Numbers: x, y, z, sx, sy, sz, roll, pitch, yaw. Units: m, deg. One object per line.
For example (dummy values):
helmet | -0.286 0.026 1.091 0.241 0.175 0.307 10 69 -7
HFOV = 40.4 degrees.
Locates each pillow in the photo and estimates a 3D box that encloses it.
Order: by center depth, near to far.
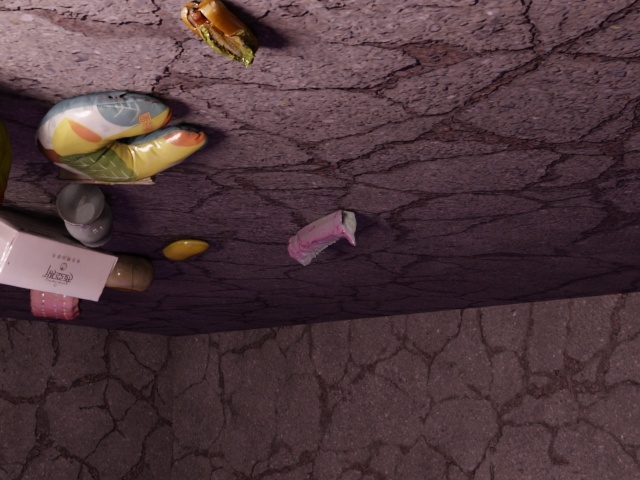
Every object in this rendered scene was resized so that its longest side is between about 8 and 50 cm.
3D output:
pillow | -0.289 -0.151 1.248 0.214 0.086 0.233 -14 162 13

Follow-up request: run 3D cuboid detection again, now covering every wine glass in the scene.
wine glass | -0.447 -0.045 1.673 0.093 0.092 0.202 1 167 -5

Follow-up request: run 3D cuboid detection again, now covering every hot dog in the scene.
hot dog | -0.105 -0.226 0.961 0.056 0.041 0.133 -5 166 24

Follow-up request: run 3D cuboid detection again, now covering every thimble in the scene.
thimble | -0.687 0.122 2.274 0.125 0.163 0.189 4 160 -12

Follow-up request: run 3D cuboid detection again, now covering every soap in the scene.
soap | -0.331 0.021 2.105 0.089 0.033 0.168 11 164 -31

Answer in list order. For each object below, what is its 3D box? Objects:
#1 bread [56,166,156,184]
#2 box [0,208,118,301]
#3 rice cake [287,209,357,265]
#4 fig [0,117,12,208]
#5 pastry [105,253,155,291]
bread | -0.337 -0.122 1.375 0.154 0.068 0.028 0 166 -2
box | -0.588 0.022 1.765 0.203 0.116 0.274 25 -178 32
rice cake | -0.001 -0.002 1.892 0.051 0.081 0.290 -8 173 -27
fig | -0.554 -0.104 1.070 0.326 0.258 0.258 20 161 -21
pastry | -0.514 0.086 2.285 0.157 0.092 0.156 8 167 2
